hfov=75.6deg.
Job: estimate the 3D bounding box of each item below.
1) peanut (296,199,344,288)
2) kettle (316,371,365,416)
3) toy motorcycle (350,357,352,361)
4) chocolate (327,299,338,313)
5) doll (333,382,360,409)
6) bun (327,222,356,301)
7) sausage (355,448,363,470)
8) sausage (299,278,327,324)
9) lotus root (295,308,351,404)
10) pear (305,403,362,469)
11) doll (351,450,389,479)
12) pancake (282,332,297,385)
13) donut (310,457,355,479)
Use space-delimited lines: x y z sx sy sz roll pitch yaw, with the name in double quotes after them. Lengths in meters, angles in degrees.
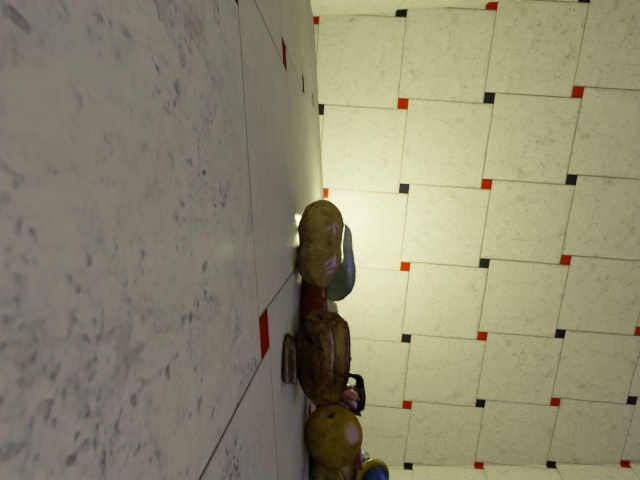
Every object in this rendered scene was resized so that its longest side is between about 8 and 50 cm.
0.000 0.000 1.460 0.192 0.169 0.387 75 12 -46 "peanut"
0.098 0.732 1.964 0.144 0.232 0.202 83 5 -59 "kettle"
0.044 0.580 1.780 0.205 0.127 0.275 -37 153 -62 "toy motorcycle"
0.021 0.371 1.882 0.309 0.134 0.134 -91 177 -57 "chocolate"
0.047 0.558 1.540 0.093 0.211 0.262 -59 147 -39 "doll"
0.049 0.095 1.820 0.362 0.211 0.362 -5 90 -85 "bun"
0.144 0.810 1.602 0.035 0.030 0.147 98 -10 -67 "sausage"
-0.023 0.186 1.488 0.102 0.102 0.331 83 6 -51 "sausage"
0.007 0.368 1.279 0.193 0.193 0.291 -32 123 -86 "lotus root"
0.041 0.669 1.431 0.209 0.208 0.209 -3 90 -86 "pear"
0.190 1.016 1.749 0.242 0.159 0.311 12 -57 52 "doll"
-0.081 0.339 1.107 0.190 0.020 0.184 -80 168 -73 "pancake"
0.048 0.856 1.632 0.360 0.169 0.361 -3 90 -88 "donut"
